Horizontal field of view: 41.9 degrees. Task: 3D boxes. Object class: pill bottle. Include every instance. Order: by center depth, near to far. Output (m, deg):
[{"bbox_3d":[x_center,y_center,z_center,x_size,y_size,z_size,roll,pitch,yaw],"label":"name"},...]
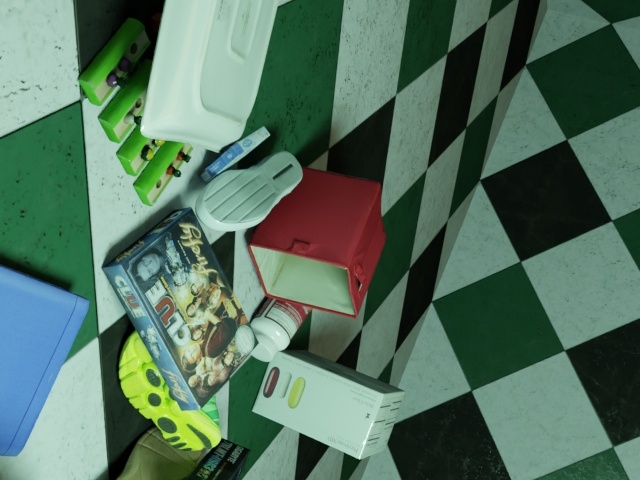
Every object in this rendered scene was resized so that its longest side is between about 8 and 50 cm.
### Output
[{"bbox_3d":[-0.084,0.159,1.636,0.152,0.086,0.086,-55,155,-34],"label":"pill bottle"}]

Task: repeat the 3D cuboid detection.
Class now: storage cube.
[{"bbox_3d":[0.000,0.000,1.539,0.184,0.215,0.193,77,31,-55],"label":"storage cube"}]

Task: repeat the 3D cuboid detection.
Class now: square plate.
[{"bbox_3d":[-0.117,-0.288,1.082,0.344,0.049,0.347,-17,121,-81],"label":"square plate"}]

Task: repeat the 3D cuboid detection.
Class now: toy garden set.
[{"bbox_3d":[-0.195,-0.188,1.087,0.204,0.049,0.244,-60,157,-26],"label":"toy garden set"}]

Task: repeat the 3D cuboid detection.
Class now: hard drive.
[{"bbox_3d":[-0.385,0.123,0.895,0.210,0.040,0.318,-67,160,-9],"label":"hard drive"}]

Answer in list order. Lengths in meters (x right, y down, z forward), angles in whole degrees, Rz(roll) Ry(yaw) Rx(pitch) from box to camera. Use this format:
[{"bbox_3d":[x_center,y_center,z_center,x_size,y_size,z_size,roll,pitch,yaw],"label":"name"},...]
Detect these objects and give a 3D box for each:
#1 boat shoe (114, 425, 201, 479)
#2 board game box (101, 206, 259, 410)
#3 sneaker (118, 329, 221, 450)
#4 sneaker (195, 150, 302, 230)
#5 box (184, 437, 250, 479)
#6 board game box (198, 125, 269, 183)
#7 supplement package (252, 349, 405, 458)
[{"bbox_3d":[-0.284,0.395,1.338,0.092,0.103,0.285,-52,-177,28],"label":"boat shoe"},{"bbox_3d":[-0.193,0.098,1.202,0.165,0.042,0.243,-48,121,-47],"label":"board game box"},{"bbox_3d":[-0.236,0.219,1.316,0.296,0.109,0.123,75,5,-45],"label":"sneaker"},{"bbox_3d":[-0.120,-0.064,1.322,0.091,0.094,0.258,-35,178,35],"label":"sneaker"},{"bbox_3d":[-0.227,0.508,1.396,0.293,0.073,0.296,-17,130,-84],"label":"box"},{"bbox_3d":[-0.131,-0.130,1.271,0.090,0.020,0.090,-33,-174,39],"label":"board game box"},{"bbox_3d":[0.022,0.350,1.824,0.204,0.261,0.145,22,87,-69],"label":"supplement package"}]
